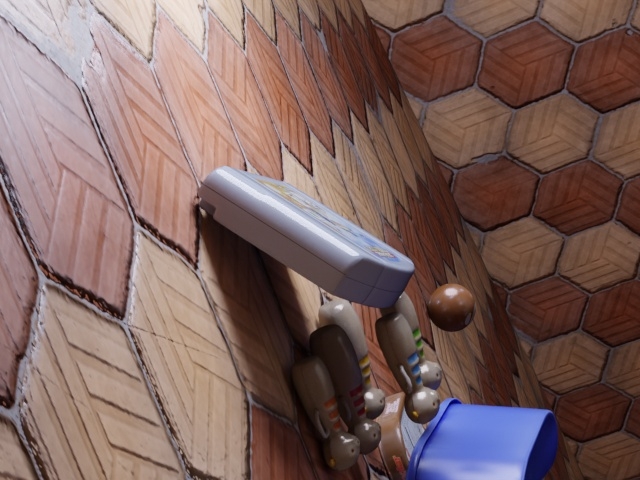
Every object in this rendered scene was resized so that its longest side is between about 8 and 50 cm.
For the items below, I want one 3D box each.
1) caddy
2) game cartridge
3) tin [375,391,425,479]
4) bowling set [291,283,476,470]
[{"bbox_3d":[0.177,0.326,1.621,0.341,0.179,0.241,-39,124,-67],"label":"caddy"},{"bbox_3d":[0.000,0.000,1.436,0.198,0.062,0.297,28,5,12],"label":"game cartridge"},{"bbox_3d":[0.110,0.262,1.781,0.106,0.040,0.189,63,13,-8],"label":"tin"},{"bbox_3d":[0.091,0.148,1.519,0.287,0.200,0.154,-54,125,-72],"label":"bowling set"}]
